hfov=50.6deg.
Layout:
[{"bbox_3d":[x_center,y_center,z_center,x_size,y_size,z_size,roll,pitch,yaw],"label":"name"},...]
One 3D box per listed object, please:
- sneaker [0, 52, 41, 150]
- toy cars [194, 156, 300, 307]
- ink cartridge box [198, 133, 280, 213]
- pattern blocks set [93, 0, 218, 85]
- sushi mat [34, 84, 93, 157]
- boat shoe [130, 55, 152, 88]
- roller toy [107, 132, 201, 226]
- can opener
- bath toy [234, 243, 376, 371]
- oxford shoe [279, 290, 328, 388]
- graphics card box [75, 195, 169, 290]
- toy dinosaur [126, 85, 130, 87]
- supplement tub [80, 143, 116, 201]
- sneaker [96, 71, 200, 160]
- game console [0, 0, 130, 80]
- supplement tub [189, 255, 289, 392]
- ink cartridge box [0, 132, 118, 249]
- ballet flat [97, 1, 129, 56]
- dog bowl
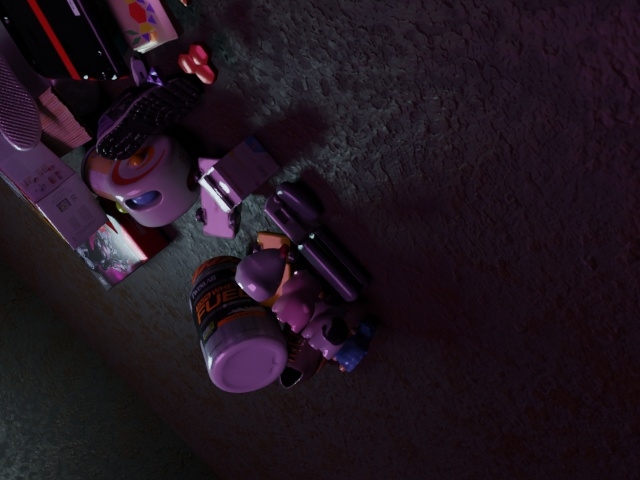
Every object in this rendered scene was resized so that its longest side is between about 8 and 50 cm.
[{"bbox_3d":[-0.771,-0.326,1.688,0.282,0.102,0.161,63,153,10],"label":"sneaker"},{"bbox_3d":[-0.155,-0.023,1.535,0.176,0.087,0.394,-34,97,29],"label":"toy cars"},{"bbox_3d":[-0.172,-0.130,1.385,0.092,0.143,0.090,50,147,-6],"label":"ink cartridge box"},{"bbox_3d":[-0.337,-0.432,1.235,0.285,0.026,0.325,6,133,30],"label":"pattern blocks set"},{"bbox_3d":[-0.674,-0.290,1.709,0.316,0.019,0.151,-7,126,53],"label":"sushi mat"},{"bbox_3d":[-0.396,-0.362,1.494,0.035,0.035,0.100,55,165,42],"label":"boat shoe"},{"bbox_3d":[-0.376,-0.144,1.536,0.191,0.209,0.146,27,160,44],"label":"roller toy"},{"bbox_3d":[0.000,0.000,1.398,0.283,0.076,0.095,47,149,-4],"label":"can opener"},{"bbox_3d":[-0.028,0.130,1.441,0.348,0.129,0.151,42,180,-26],"label":"bath toy"},{"bbox_3d":[-0.040,0.244,1.655,0.130,0.133,0.364,31,142,23],"label":"oxford shoe"},{"bbox_3d":[-0.628,-0.003,2.052,0.233,0.094,0.371,53,141,-8],"label":"graphics card box"},{"bbox_3d":[-0.423,-0.318,1.563,0.090,0.047,0.082,33,165,2],"label":"toy dinosaur"},{"bbox_3d":[-0.494,-0.165,1.712,0.199,0.144,0.144,17,138,36],"label":"supplement tub"},{"bbox_3d":[-0.379,-0.295,1.437,0.283,0.124,0.107,-28,148,24],"label":"sneaker"},{"bbox_3d":[-0.548,-0.487,1.305,0.342,0.060,0.386,11,137,39],"label":"game console"},{"bbox_3d":[-0.207,0.192,1.638,0.316,0.193,0.193,-119,15,-46],"label":"supplement tub"},{"bbox_3d":[-0.719,-0.126,1.809,0.309,0.130,0.272,35,158,31],"label":"ink cartridge box"},{"bbox_3d":[-0.406,-0.459,1.348,0.087,0.083,0.247,46,141,-2],"label":"ballet flat"},{"bbox_3d":[-0.711,-0.446,1.691,0.348,0.102,0.349,29,143,24],"label":"dog bowl"}]
